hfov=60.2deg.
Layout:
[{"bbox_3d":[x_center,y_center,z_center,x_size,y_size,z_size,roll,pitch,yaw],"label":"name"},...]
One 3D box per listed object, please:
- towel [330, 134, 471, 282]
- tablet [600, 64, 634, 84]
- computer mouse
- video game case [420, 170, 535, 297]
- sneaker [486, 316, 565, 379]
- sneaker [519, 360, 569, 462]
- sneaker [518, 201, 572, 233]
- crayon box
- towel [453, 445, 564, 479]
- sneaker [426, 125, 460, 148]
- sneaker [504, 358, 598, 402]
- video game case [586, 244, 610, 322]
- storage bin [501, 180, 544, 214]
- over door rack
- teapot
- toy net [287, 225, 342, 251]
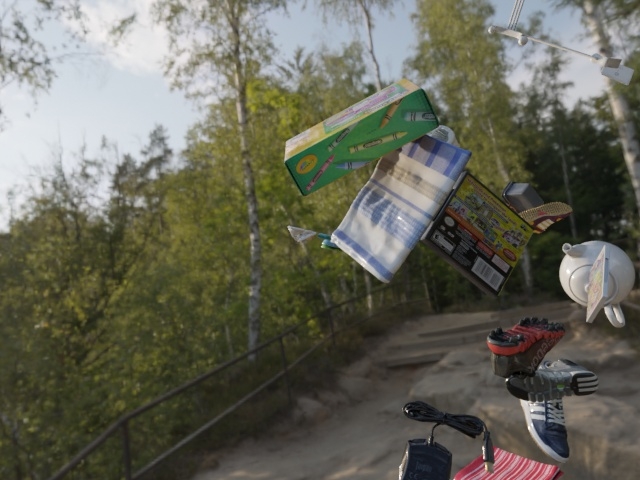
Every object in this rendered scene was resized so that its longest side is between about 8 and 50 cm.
[{"bbox_3d":[0.142,-0.077,1.055,0.034,0.284,0.209,27,10,-36],"label":"towel"},{"bbox_3d":[0.845,-0.480,1.570,0.083,0.054,0.006,25,-12,6],"label":"tablet"},{"bbox_3d":[0.237,0.444,1.053,0.184,0.261,0.060,10,-46,5],"label":"computer mouse"},{"bbox_3d":[0.447,-0.017,1.553,0.275,0.248,0.035,38,-18,-10],"label":"video game case"},{"bbox_3d":[0.527,0.278,1.414,0.276,0.134,0.098,-9,13,-36],"label":"sneaker"},{"bbox_3d":[0.658,0.468,1.557,0.099,0.282,0.153,22,-59,-17],"label":"sneaker"},{"bbox_3d":[0.771,-0.072,1.904,0.186,0.069,0.083,-13,-51,11],"label":"sneaker"},{"bbox_3d":[0.069,-0.202,1.053,0.279,0.081,0.165,-26,21,9],"label":"crayon box"},{"bbox_3d":[0.546,0.696,1.631,0.199,0.031,0.275,-25,5,-26],"label":"towel"},{"bbox_3d":[0.355,-0.336,1.777,0.090,0.232,0.115,-48,-41,9],"label":"sneaker"},{"bbox_3d":[0.609,0.370,1.485,0.229,0.086,0.132,-3,9,11],"label":"sneaker"},{"bbox_3d":[0.515,0.081,1.024,0.011,0.122,0.087,14,-38,15],"label":"video game case"},{"bbox_3d":[0.759,-0.153,2.064,0.098,0.135,0.091,-51,19,-15],"label":"storage bin"},{"bbox_3d":[0.562,-0.560,1.269,0.324,0.239,0.108,32,36,31],"label":"over door rack"},{"bbox_3d":[0.939,0.137,1.883,0.256,0.252,0.187,19,29,25],"label":"teapot"},{"bbox_3d":[0.000,0.000,1.630,0.232,0.045,0.122,12,2,-44],"label":"toy net"}]
